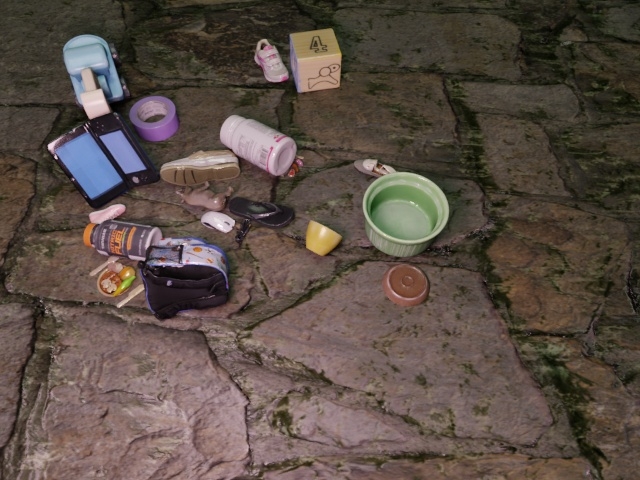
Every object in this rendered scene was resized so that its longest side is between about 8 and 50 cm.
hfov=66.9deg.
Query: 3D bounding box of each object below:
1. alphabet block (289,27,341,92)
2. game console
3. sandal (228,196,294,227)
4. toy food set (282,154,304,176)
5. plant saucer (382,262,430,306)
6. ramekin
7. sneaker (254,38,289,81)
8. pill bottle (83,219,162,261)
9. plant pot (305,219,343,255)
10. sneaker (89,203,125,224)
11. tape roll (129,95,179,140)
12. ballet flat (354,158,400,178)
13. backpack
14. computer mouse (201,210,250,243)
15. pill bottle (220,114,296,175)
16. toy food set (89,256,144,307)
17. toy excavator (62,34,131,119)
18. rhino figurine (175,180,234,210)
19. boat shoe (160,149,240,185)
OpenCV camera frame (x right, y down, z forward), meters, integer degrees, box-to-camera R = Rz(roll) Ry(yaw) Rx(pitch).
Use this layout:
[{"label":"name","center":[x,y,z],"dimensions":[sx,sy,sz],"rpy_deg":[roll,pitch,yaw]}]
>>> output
[{"label":"alphabet block","center":[-0.024,-0.802,2.166],"dimensions":[0.197,0.192,0.193],"rpy_deg":[-10,62,-8]},{"label":"game console","center":[-0.784,-0.283,1.767],"dimensions":[0.251,0.293,0.173],"rpy_deg":[-5,38,32]},{"label":"sandal","center":[-0.227,-0.111,1.828],"dimensions":[0.255,0.054,0.097],"rpy_deg":[11,60,5]},{"label":"toy food set","center":[-0.111,-0.304,1.965],"dimensions":[0.078,0.019,0.122],"rpy_deg":[14,60,7]},{"label":"plant saucer","center":[0.302,0.149,1.699],"dimensions":[0.169,0.029,0.168],"rpy_deg":[0,59,0]},{"label":"ramekin","center":[0.300,-0.086,1.768],"dimensions":[0.304,0.148,0.303],"rpy_deg":[0,60,-1]},{"label":"sneaker","center":[-0.231,-0.825,2.219],"dimensions":[0.103,0.111,0.252],"rpy_deg":[-30,64,-17]},{"label":"pill bottle","center":[-0.700,-0.002,1.713],"dimensions":[0.246,0.130,0.130],"rpy_deg":[8,60,5]},{"label":"plant pot","center":[0.000,0.000,1.737],"dimensions":[0.134,0.134,0.095],"rpy_deg":[28,88,15]},{"label":"sneaker","center":[-0.789,-0.084,1.807],"dimensions":[0.135,0.051,0.070],"rpy_deg":[-19,63,-8]},{"label":"tape roll","center":[-0.699,-0.515,2.046],"dimensions":[0.189,0.080,0.188],"rpy_deg":[1,59,-1]},{"label":"ballet flat","center":[0.233,-0.288,1.934],"dimensions":[0.213,0.068,0.072],"rpy_deg":[29,63,16]},{"label":"backpack","center":[-0.431,0.117,1.590],"dimensions":[0.264,0.276,0.213],"rpy_deg":[3,46,-3]},{"label":"computer mouse","center":[-0.360,-0.064,1.805],"dimensions":[0.193,0.042,0.106],"rpy_deg":[20,62,10]},{"label":"pill bottle","center":[-0.250,-0.385,1.925],"dimensions":[0.283,0.160,0.160],"rpy_deg":[30,63,21]},{"label":"toy food set","center":[-0.713,0.132,1.685],"dimensions":[0.192,0.038,0.132],"rpy_deg":[39,66,20]},{"label":"toy excavator","center":[-0.914,-0.647,1.938],"dimensions":[0.223,0.445,0.432],"rpy_deg":[-17,91,-11]},{"label":"rhino figurine","center":[-0.454,-0.170,1.845],"dimensions":[0.244,0.073,0.106],"rpy_deg":[12,51,20]},{"label":"boat shoe","center":[-0.475,-0.291,1.906],"dimensions":[0.303,0.113,0.103],"rpy_deg":[-5,58,-16]}]
